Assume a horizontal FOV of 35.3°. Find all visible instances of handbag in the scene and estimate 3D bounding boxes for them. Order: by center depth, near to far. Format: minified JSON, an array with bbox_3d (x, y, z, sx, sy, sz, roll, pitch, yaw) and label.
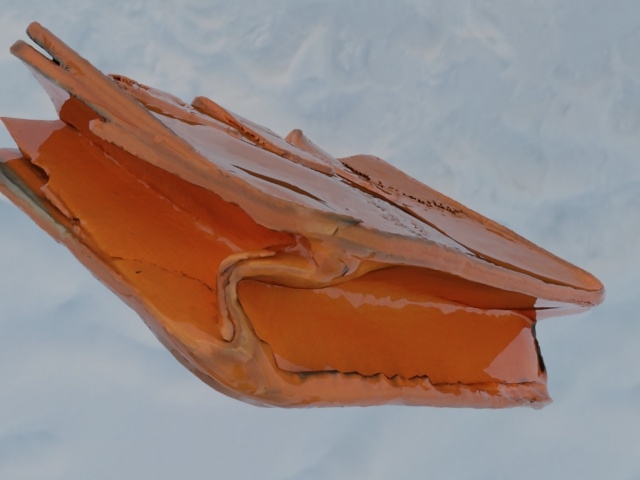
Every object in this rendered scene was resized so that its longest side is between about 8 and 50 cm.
[{"bbox_3d":[0.000,0.000,0.701,0.303,0.410,0.116,34,102,35],"label":"handbag"}]
